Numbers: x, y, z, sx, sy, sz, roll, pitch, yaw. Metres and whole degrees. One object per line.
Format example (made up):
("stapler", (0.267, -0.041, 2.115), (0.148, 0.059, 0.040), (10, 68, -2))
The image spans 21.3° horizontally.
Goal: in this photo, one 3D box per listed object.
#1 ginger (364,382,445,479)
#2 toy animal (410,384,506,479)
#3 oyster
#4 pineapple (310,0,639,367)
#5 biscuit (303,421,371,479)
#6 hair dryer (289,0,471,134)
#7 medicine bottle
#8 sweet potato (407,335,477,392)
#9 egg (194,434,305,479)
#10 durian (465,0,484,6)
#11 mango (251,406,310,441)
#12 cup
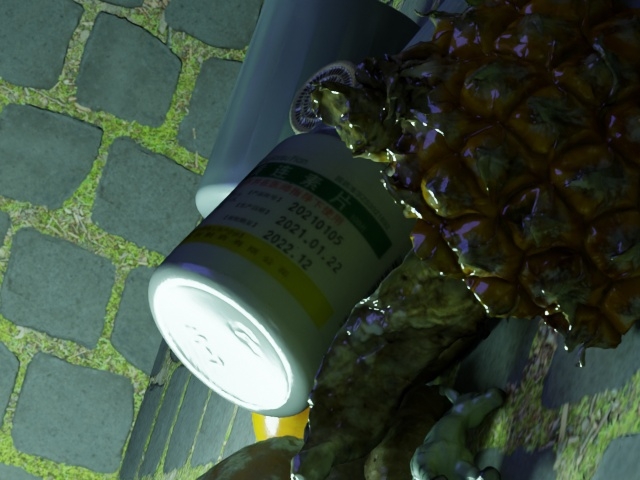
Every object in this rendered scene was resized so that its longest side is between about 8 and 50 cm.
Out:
("ginger", (0.093, 0.188, 1.623), (0.096, 0.067, 0.165), (-39, 20, 43))
("toy animal", (0.106, 0.230, 1.485), (0.176, 0.073, 0.217), (-127, 52, -88))
("oyster", (0.106, 0.058, 1.594), (0.396, 0.111, 0.204), (-51, -2, 8))
("pineapple", (0.154, -0.119, 1.322), (0.209, 0.286, 0.344), (123, 162, -46))
("biscuit", (0.024, 0.281, 1.662), (0.062, 0.108, 0.239), (125, 161, -44))
("hair dryer", (0.138, -0.216, 1.982), (0.357, 0.173, 0.107), (-49, 38, 4))
("medicine bottle", (0.000, 0.000, 1.773), (0.340, 0.208, 0.208), (-48, -1, -32))
("sweet potato", (0.091, 0.120, 1.737), (0.269, 0.074, 0.075), (-20, 50, 61))
("egg", (-0.058, 0.321, 1.764), (0.245, 0.203, 0.203), (-67, 10, -23))
("durian", (0.239, -0.313, 1.615), (0.193, 0.137, 0.237), (-79, 12, -49))
("mango", (-0.030, 0.176, 2.101), (0.145, 0.112, 0.219), (-102, 23, -68))
("cup", (-0.003, -0.119, 2.230), (0.323, 0.236, 0.327), (59, -135, -67))
